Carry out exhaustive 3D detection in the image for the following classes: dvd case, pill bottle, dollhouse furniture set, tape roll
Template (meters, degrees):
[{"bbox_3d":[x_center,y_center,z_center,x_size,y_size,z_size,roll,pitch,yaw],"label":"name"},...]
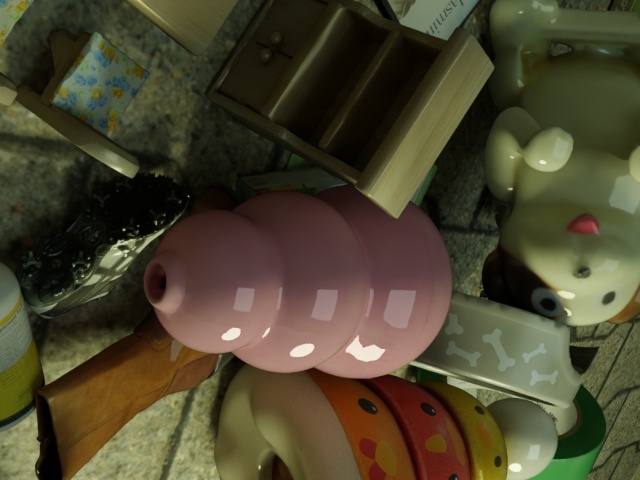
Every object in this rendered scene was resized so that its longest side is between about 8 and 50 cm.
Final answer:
[{"bbox_3d":[0.130,-0.347,0.979,0.180,0.022,0.253,-53,142,-6],"label":"dvd case"},{"bbox_3d":[-0.316,0.079,0.721,0.103,0.103,0.184,-27,133,-33],"label":"pill bottle"},{"bbox_3d":[-0.067,-0.207,0.673,0.362,0.256,0.394,-57,142,-1],"label":"dollhouse furniture set"},{"bbox_3d":[0.316,0.292,1.372,0.321,0.321,0.077,-13,125,-42],"label":"tape roll"}]

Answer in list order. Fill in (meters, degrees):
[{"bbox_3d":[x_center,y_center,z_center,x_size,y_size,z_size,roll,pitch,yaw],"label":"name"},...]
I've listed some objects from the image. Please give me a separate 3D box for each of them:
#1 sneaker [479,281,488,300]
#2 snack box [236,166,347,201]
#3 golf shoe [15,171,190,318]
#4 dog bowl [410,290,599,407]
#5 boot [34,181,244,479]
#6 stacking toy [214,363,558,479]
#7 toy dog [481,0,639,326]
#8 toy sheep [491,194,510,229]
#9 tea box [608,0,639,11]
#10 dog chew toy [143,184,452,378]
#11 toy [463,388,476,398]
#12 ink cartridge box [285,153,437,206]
[{"bbox_3d":[0.391,0.048,1.470,0.153,0.094,0.235,17,92,-42],"label":"sneaker"},{"bbox_3d":[0.000,0.000,0.988,0.207,0.070,0.175,-9,118,-27],"label":"snack box"},{"bbox_3d":[-0.219,0.004,0.815,0.198,0.077,0.094,-38,163,-32],"label":"golf shoe"},{"bbox_3d":[0.217,0.151,1.161,0.348,0.348,0.102,27,76,-52],"label":"dog bowl"},{"bbox_3d":[-0.189,0.091,0.842,0.280,0.096,0.264,-32,150,-49],"label":"boot"},{"bbox_3d":[0.128,0.292,1.084,0.479,0.350,0.351,-8,121,-30],"label":"stacking toy"},{"bbox_3d":[0.337,-0.083,1.114,0.395,0.284,0.408,107,-9,-71],"label":"toy dog"},{"bbox_3d":[0.329,-0.072,1.334,0.132,0.091,0.091,-60,144,-21],"label":"toy sheep"},{"bbox_3d":[0.624,-0.233,1.346,0.220,0.323,0.329,2,114,-47],"label":"tea box"},{"bbox_3d":[-0.020,0.040,0.796,0.331,0.206,0.207,2,113,-44],"label":"dog chew toy"},{"bbox_3d":[0.245,0.375,1.568,0.136,0.056,0.237,-24,126,-30],"label":"toy"},{"bbox_3d":[0.043,-0.054,1.061,0.235,0.056,0.171,11,107,-52],"label":"ink cartridge box"}]
